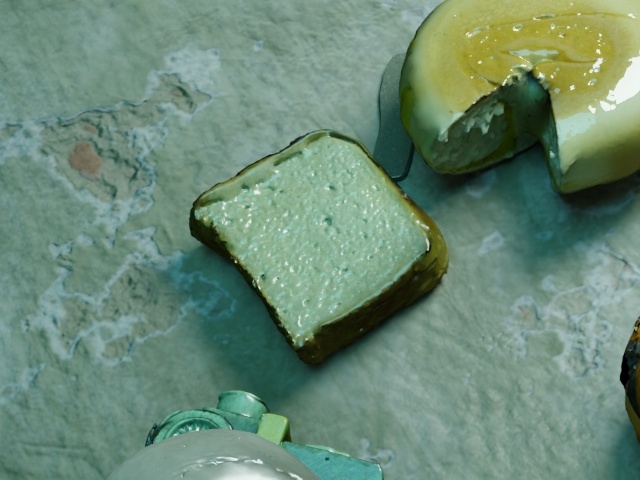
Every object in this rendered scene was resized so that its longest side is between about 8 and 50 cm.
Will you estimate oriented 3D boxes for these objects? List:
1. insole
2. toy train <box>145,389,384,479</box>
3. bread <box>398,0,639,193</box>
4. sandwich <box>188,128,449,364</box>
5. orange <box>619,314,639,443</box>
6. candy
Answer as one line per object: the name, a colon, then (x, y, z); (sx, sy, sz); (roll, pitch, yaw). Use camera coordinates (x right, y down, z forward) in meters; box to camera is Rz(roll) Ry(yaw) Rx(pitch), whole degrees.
insole: (0.097, -0.153, 2.318); (0.063, 0.010, 0.192); (1, 58, 15)
toy train: (-0.083, 0.347, 1.945); (0.253, 0.160, 0.397); (12, 61, 13)
bread: (0.261, -0.180, 2.205); (0.333, 0.160, 0.333); (-5, 56, 8)
sandwich: (0.000, 0.000, 2.192); (0.226, 0.087, 0.251); (-35, 58, -9)
orange: (0.423, 0.146, 1.942); (0.234, 0.182, 0.234); (-1, 47, 1)
candy: (-0.101, 0.314, 1.775); (0.295, 0.185, 0.295); (11, 56, -17)
